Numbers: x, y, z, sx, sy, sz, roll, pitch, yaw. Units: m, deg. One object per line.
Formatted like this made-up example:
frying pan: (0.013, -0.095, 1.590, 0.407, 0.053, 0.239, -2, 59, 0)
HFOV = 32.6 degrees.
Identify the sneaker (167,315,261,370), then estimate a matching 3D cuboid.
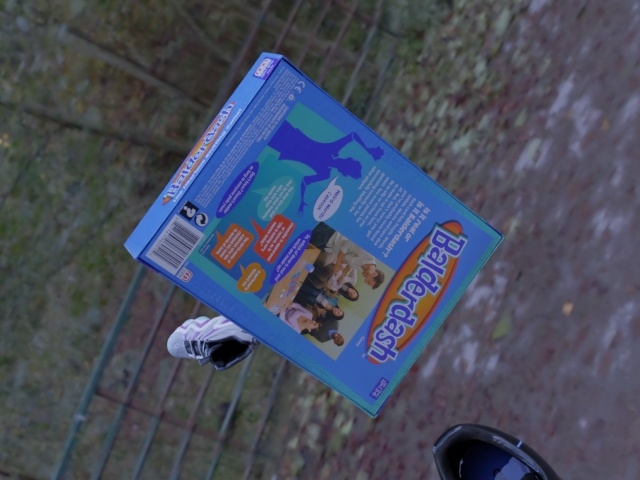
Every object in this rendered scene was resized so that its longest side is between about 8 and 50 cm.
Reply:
sneaker: (-0.098, 0.093, 0.946, 0.098, 0.038, 0.069, -17, 17, 20)

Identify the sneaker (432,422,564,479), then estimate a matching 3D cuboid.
sneaker: (0.154, 0.204, 0.680, 0.081, 0.090, 0.232, -49, 54, 3)

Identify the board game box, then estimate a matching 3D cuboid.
board game box: (0.000, 0.000, 0.741, 0.160, 0.210, 0.047, -54, 23, -2)
